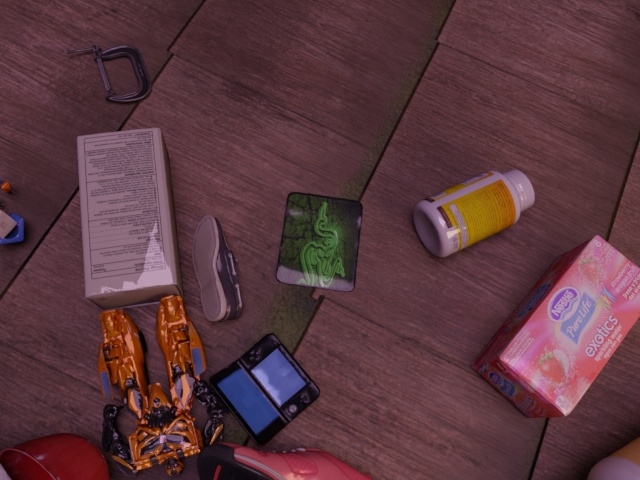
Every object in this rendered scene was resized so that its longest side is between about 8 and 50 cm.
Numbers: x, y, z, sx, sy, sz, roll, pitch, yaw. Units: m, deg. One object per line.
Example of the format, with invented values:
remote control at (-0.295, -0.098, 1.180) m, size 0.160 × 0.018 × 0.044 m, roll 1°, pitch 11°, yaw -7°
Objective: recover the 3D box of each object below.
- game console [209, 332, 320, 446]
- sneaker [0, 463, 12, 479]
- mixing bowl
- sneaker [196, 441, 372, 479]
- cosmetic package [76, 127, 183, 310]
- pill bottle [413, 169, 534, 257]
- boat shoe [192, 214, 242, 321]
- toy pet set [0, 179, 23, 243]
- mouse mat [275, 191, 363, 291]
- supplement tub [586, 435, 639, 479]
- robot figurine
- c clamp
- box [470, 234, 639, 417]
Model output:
game console at (-0.092, 0.249, 0.963) m, size 0.124 × 0.085 × 0.144 m, roll -41°, pitch 80°, yaw 1°
sneaker at (-0.483, 0.461, 0.802) m, size 0.292 × 0.108 × 0.169 m, roll 52°, pitch 34°, yaw 0°
mixing bowl at (-0.397, 0.369, 0.876) m, size 0.181 × 0.181 × 0.098 m, roll 42°, pitch 34°, yaw 8°
sneaker at (-0.045, 0.389, 0.907) m, size 0.314 × 0.136 × 0.115 m, roll 24°, pitch 112°, yaw -5°
cosmetic package at (-0.338, -0.037, 1.015) m, size 0.153 × 0.129 × 0.296 m, roll -6°, pitch 72°, yaw -8°
pill bottle at (0.295, -0.059, 1.082) m, size 0.215 × 0.117 × 0.117 m, roll -24°, pitch 76°, yaw -11°
boat shoe at (-0.187, 0.052, 1.047) m, size 0.065 × 0.075 × 0.206 m, roll 13°, pitch 57°, yaw -46°
toy pet set at (-0.590, -0.039, 1.043) m, size 0.114 × 0.065 × 0.122 m, roll 18°, pitch 64°, yaw 38°
mouse mat at (0.000, 0.000, 1.097) m, size 0.153 × 0.007 × 0.189 m, roll 8°, pitch 73°, yaw -3°
supplement tub at (0.586, 0.418, 0.890) m, size 0.331 × 0.241 × 0.241 m, roll -24°, pitch 76°, yaw -12°
robot figurine at (-0.275, 0.248, 0.951) m, size 0.211 × 0.085 × 0.290 m, roll -14°, pitch 74°, yaw -8°
c clamp at (-0.426, -0.344, 1.165) m, size 0.137 × 0.022 × 0.160 m, roll -23°, pitch 74°, yaw -17°
box at (0.430, 0.155, 1.007) m, size 0.142 × 0.154 × 0.300 m, roll 42°, pitch 75°, yaw 8°
